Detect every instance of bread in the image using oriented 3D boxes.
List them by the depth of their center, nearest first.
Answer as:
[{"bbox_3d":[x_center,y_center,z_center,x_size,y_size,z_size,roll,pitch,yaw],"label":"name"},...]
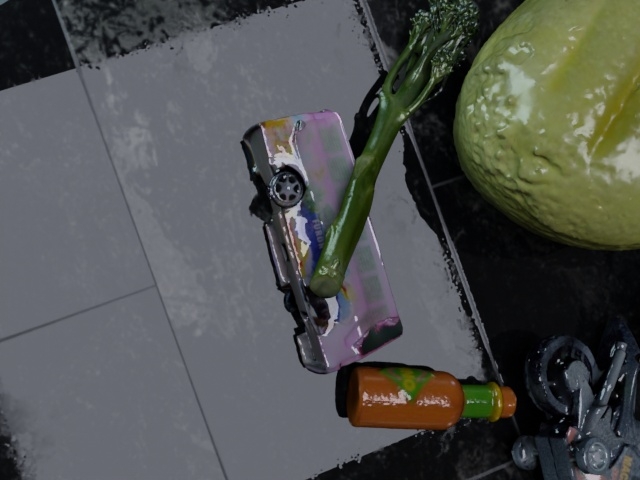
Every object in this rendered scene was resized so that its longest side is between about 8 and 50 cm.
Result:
[{"bbox_3d":[0.311,-0.139,0.895,0.321,0.237,0.320,1,84,-12],"label":"bread"}]

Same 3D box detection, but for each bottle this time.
[{"bbox_3d":[0.125,0.177,0.931,0.187,0.069,0.069,5,86,-12],"label":"bottle"}]

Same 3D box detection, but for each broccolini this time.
[{"bbox_3d":[0.089,-0.112,0.884,0.079,0.074,0.392,26,64,-8],"label":"broccolini"}]

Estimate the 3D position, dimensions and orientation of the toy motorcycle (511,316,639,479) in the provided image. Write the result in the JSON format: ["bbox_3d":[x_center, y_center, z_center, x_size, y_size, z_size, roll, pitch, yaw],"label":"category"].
[{"bbox_3d":[0.319,0.247,0.941,0.173,0.108,0.307,-7,85,-30],"label":"toy motorcycle"}]

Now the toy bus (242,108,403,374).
[{"bbox_3d":[0.000,0.000,0.907,0.112,0.090,0.273,-16,91,-20],"label":"toy bus"}]
